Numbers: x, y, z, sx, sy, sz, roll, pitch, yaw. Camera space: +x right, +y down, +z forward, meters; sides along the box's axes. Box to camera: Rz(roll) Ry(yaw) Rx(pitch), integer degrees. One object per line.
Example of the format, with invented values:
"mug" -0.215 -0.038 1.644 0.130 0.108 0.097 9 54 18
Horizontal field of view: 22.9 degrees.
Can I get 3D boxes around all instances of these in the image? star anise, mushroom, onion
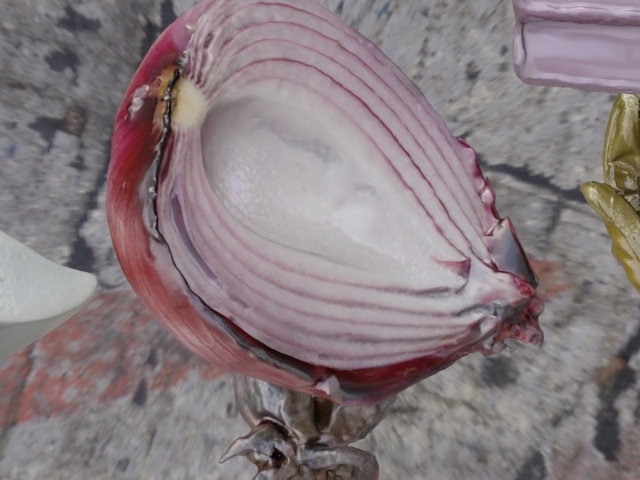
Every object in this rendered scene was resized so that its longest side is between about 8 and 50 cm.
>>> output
"star anise" -0.001 0.118 0.960 0.218 0.227 0.148 -38 97 -27
"mushroom" -0.399 0.106 1.620 0.177 0.397 0.126 24 55 -26
"onion" 0.000 0.000 0.893 0.283 0.120 0.227 32 56 -22

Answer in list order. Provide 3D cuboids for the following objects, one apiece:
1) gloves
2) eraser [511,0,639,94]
"gloves" 0.370 -0.002 1.596 0.154 0.141 0.331 -18 100 23
"eraser" 0.289 -0.210 0.901 0.359 0.122 0.272 5 132 13
